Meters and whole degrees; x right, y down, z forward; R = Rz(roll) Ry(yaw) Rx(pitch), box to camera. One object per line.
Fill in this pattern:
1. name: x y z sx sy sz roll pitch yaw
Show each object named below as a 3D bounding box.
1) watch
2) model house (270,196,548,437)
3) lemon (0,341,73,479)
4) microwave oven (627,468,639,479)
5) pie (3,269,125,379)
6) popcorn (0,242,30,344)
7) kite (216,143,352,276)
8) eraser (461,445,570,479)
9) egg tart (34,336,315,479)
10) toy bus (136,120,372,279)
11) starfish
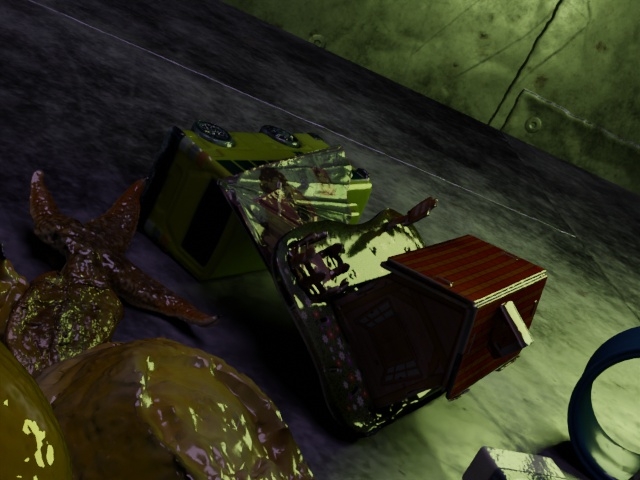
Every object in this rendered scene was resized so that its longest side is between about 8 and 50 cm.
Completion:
1. watch: 0.363 0.190 0.904 0.200 0.196 0.171 12 5 21
2. model house: 0.111 0.045 0.839 0.294 0.154 0.207 -12 76 -58
3. lemon: -0.215 0.105 0.350 0.260 0.204 0.204 28 21 -4
4. microwave oven: 0.471 0.197 0.627 0.333 0.394 0.247 29 17 -33
5. pie: -0.188 0.074 0.632 0.092 0.034 0.170 50 22 -23
6. popcorn: -0.247 0.037 0.640 0.084 0.084 0.084 24 21 -10
7. kite: 0.000 0.000 0.885 0.268 0.013 0.322 33 43 -34
8. eraser: 0.201 0.259 0.705 0.092 0.046 0.212 16 23 -28
9. egg tart: -0.078 0.143 0.546 0.232 0.098 0.252 29 27 -19
10. toy bus: -0.063 -0.045 0.986 0.150 0.128 0.262 39 25 26
11. starfish: -0.183 0.025 0.793 0.138 0.050 0.247 4 42 -41
